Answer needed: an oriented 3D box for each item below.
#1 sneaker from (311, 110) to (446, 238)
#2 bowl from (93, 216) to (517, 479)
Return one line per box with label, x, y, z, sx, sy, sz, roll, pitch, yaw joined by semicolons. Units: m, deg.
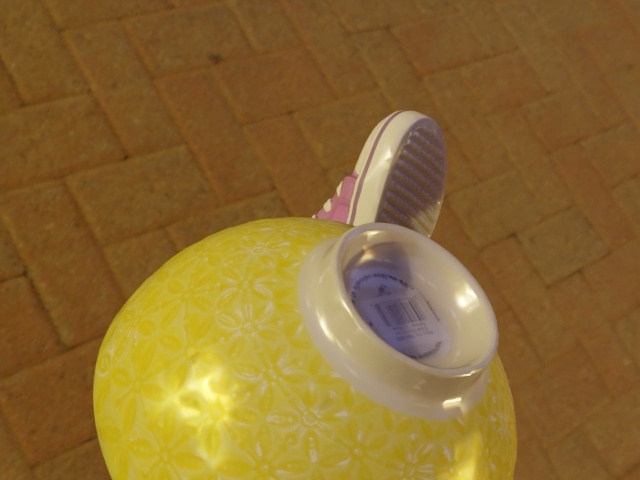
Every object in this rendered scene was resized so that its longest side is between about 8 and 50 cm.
sneaker;-0.001;0.000;0.937;0.161;0.282;0.102;33;33;29
bowl;0.022;0.082;0.698;0.289;0.156;0.290;22;39;-20
